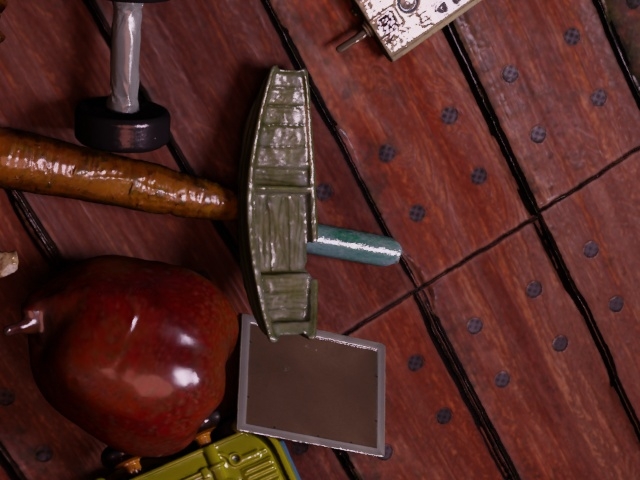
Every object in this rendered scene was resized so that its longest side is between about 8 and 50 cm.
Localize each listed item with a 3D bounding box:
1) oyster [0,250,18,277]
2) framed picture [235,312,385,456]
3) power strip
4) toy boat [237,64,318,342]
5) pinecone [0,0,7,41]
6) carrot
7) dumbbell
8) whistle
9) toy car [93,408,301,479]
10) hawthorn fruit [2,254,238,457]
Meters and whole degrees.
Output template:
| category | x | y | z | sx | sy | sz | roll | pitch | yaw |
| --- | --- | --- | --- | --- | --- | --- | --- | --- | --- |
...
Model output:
| category | x | y | z | sx | sy | sz | roll | pitch | yaw |
| --- | --- | --- | --- | --- | --- | --- | --- | --- | --- |
| oyster | -0.396 | -0.013 | 1.696 | 0.191 | 0.081 | 0.163 | 14 | 118 | -15 |
| framed picture | -0.010 | 0.165 | 1.885 | 0.183 | 0.011 | 0.142 | 13 | 60 | -22 |
| power strip | 0.126 | -0.281 | 1.803 | 0.268 | 0.034 | 0.092 | -35 | 116 | -3 |
| toy boat | -0.044 | -0.039 | 1.788 | 0.093 | 0.055 | 0.293 | 0 | 89 | -37 |
| pinecone | -0.395 | -0.235 | 1.569 | 0.221 | 0.221 | 0.221 | -6 | 110 | -16 |
| carrot | -0.215 | -0.066 | 1.755 | 0.314 | 0.066 | 0.066 | 10 | 106 | -22 |
| dumbbell | -0.198 | -0.191 | 1.696 | 0.100 | 0.100 | 0.191 | -2 | 108 | -17 |
| whistle | 0.000 | 0.000 | 1.861 | 0.186 | 0.039 | 0.039 | 11 | 105 | -21 |
| toy car | -0.147 | 0.303 | 1.858 | 0.248 | 0.142 | 0.200 | -18 | 78 | -16 |
| hawthorn fruit | -0.214 | 0.110 | 1.737 | 0.248 | 0.208 | 0.208 | 23 | 101 | -32 |
